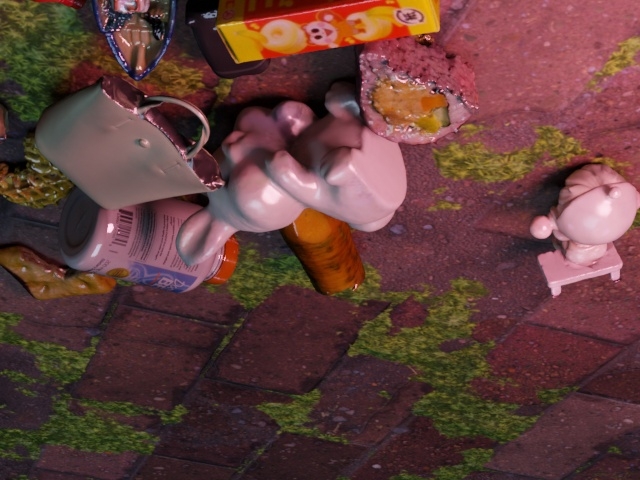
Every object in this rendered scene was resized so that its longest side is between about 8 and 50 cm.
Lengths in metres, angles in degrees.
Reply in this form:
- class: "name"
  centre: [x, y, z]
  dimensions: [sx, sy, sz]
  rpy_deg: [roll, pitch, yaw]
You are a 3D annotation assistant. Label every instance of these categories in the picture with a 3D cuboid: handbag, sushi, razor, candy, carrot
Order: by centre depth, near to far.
- class: "candy"
  centre: [0.011, -0.319, 1.645]
  dimensions: [0.276, 0.146, 0.088]
  rpy_deg: [-8, 148, 15]
- class: "razor"
  centre: [-0.129, -0.283, 1.802]
  dimensions: [0.090, 0.054, 0.148]
  rpy_deg: [-9, 148, 12]
- class: "sushi"
  centre: [0.105, -0.220, 1.831]
  dimensions: [0.241, 0.108, 0.161]
  rpy_deg: [18, 145, -33]
- class: "handbag"
  centre: [-0.273, -0.140, 1.897]
  dimensions: [0.241, 0.109, 0.315]
  rpy_deg: [42, 154, -28]
- class: "carrot"
  centre: [0.000, 0.000, 2.212]
  dimensions: [0.114, 0.114, 0.302]
  rpy_deg: [-5, 149, 14]

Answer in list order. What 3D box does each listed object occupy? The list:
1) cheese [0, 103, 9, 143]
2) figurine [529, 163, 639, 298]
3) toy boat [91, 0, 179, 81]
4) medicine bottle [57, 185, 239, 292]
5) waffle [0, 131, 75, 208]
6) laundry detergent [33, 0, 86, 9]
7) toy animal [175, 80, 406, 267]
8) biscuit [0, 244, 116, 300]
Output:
- class: "cheese"
  centre: [-0.591, -0.212, 1.947]
  dimensions: [0.248, 0.071, 0.163]
  rpy_deg: [9, 148, -10]
- class: "figurine"
  centre: [0.429, -0.026, 2.100]
  dimensions: [0.181, 0.145, 0.257]
  rpy_deg: [3, 146, 6]
- class: "toy boat"
  centre: [-0.245, -0.311, 1.707]
  dimensions: [0.114, 0.115, 0.262]
  rpy_deg: [4, 149, -1]
- class: "medicine bottle"
  centre: [-0.279, -0.001, 2.171]
  dimensions: [0.288, 0.157, 0.157]
  rpy_deg: [16, 148, -37]
- class: "waffle"
  centre: [-0.469, -0.112, 2.125]
  dimensions: [0.149, 0.051, 0.194]
  rpy_deg: [20, 146, -28]
- class: "laundry detergent"
  centre: [-0.388, -0.349, 1.723]
  dimensions: [0.165, 0.049, 0.097]
  rpy_deg: [25, 150, -34]
- class: "toy animal"
  centre: [-0.058, -0.082, 1.983]
  dimensions: [0.367, 0.196, 0.241]
  rpy_deg: [-10, 139, 16]
- class: "biscuit"
  centre: [-0.492, 0.057, 2.424]
  dimensions: [0.183, 0.039, 0.174]
  rpy_deg: [-6, 146, 14]
